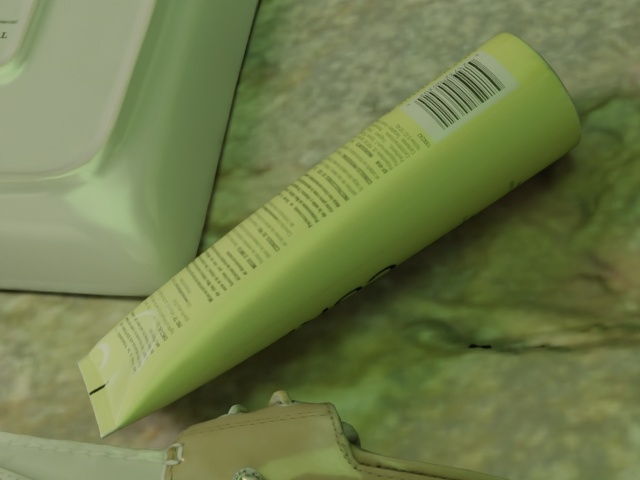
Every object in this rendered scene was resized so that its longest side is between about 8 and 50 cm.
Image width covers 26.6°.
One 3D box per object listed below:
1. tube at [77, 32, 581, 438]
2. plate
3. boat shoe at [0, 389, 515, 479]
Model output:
[{"bbox_3d":[0.000,0.000,0.585,0.240,0.070,0.062,-34,69,-7],"label":"tube"},{"bbox_3d":[-0.174,-0.103,0.710,0.277,0.045,0.278,1,58,18],"label":"plate"},{"bbox_3d":[-0.013,0.114,0.490,0.302,0.113,0.103,16,62,13],"label":"boat shoe"}]
